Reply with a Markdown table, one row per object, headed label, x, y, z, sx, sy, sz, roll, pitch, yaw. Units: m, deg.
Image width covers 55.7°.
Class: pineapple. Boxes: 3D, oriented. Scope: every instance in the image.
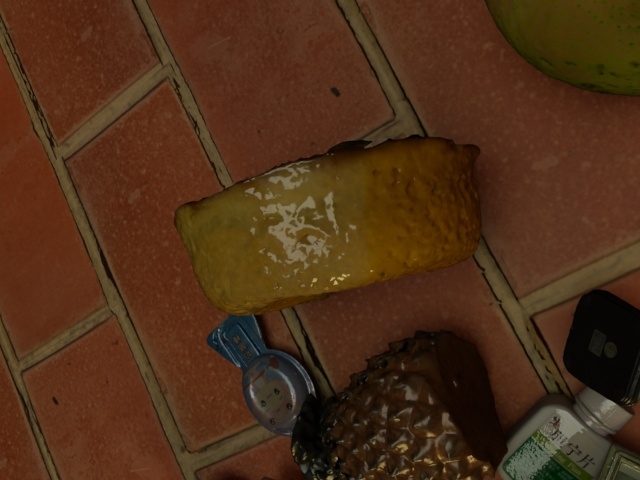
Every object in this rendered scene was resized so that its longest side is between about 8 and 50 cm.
| label | x | y | z | sx | sy | sz | roll | pitch | yaw |
| --- | --- | --- | --- | --- | --- | --- | --- | --- | --- |
| pineapple | 0.073 | 0.281 | 0.875 | 0.357 | 0.223 | 0.223 | -32 | 78 | 33 |

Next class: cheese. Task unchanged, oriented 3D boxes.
| label | x | y | z | sx | sy | sz | roll | pitch | yaw |
| --- | --- | --- | --- | --- | --- | --- | --- | --- | --- |
| cheese | -0.093 | 0.227 | 1.020 | 0.135 | 0.052 | 0.245 | -44 | 74 | 19 |

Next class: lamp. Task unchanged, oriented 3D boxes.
| label | x | y | z | sx | sy | sz | roll | pitch | yaw |
| --- | --- | --- | --- | --- | --- | --- | --- | --- | --- |
| lamp | 0.440 | 0.182 | 0.737 | 0.283 | 0.124 | 0.203 | 12 | 104 | -5 |

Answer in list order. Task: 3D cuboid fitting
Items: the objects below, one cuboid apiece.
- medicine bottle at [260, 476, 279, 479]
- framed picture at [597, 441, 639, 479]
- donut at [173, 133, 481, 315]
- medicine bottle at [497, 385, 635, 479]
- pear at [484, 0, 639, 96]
| label | x | y | z | sx | sy | sz | roll | pitch | yaw |
| --- | --- | --- | --- | --- | --- | --- | --- | --- | --- |
| medicine bottle | -0.015 | 0.441 | 0.947 | 0.186 | 0.103 | 0.103 | 13 | 97 | 13 |
| framed picture | 0.443 | 0.402 | 0.728 | 0.274 | 0.017 | 0.217 | 24 | 81 | 8 |
| donut | 0.000 | 0.000 | 0.804 | 0.435 | 0.377 | 0.164 | -15 | 85 | 30 |
| medicine bottle | 0.332 | 0.273 | 0.818 | 0.119 | 0.069 | 0.183 | 41 | 106 | 14 |
| pear | 0.341 | -0.340 | 0.633 | 0.390 | 0.391 | 0.391 | 1 | 92 | 25 |
